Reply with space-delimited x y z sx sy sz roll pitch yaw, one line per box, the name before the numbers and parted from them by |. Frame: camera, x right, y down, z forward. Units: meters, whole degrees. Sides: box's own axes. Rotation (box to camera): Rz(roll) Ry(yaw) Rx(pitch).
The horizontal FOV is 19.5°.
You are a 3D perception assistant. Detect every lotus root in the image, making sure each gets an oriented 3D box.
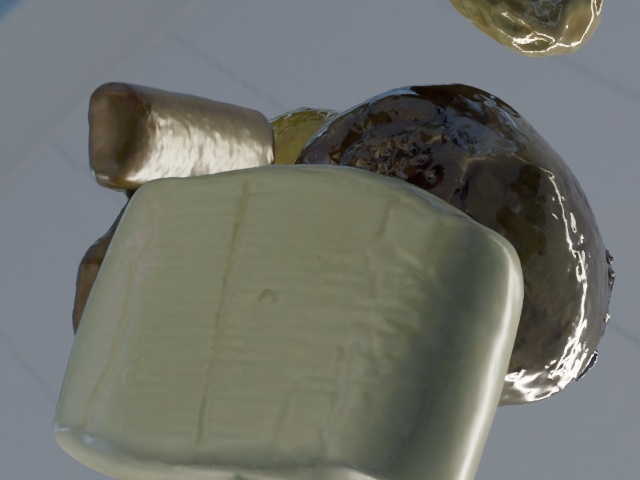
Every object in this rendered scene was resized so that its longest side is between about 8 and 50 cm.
lotus root | 0.076 -0.008 1.346 0.272 0.192 0.272 -9 -123 14

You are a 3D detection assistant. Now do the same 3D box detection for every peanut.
peanut | 0.140 -0.281 1.585 0.152 0.313 0.152 -25 -146 18

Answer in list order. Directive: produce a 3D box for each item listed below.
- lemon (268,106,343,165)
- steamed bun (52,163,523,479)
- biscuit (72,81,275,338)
lemon | 0.001 -0.001 1.936 0.293 0.293 0.293 -23 -141 20
steamed bun | -0.011 0.065 1.042 0.250 0.155 0.200 6 -112 25
biscuit | -0.124 -0.016 1.667 0.062 0.291 0.236 5 -92 26
